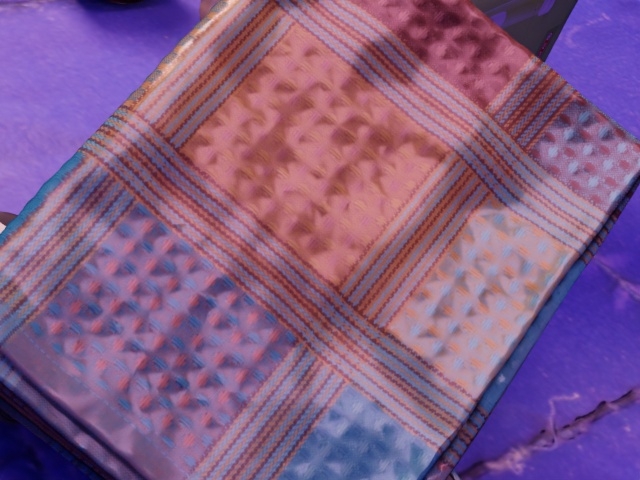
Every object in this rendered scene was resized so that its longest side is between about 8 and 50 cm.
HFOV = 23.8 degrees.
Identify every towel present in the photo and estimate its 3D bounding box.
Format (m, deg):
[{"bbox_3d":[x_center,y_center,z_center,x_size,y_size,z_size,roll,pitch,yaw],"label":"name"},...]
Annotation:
[{"bbox_3d":[0.000,0.000,0.849,0.271,0.040,0.370,39,66,-2],"label":"towel"}]

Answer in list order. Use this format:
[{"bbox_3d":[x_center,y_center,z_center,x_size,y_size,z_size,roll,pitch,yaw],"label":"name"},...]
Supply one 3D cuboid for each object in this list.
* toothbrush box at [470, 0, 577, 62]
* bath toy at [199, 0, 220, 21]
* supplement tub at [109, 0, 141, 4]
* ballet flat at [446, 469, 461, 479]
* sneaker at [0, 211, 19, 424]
[{"bbox_3d":[0.062,-0.144,1.113,0.122,0.206,0.283,38,39,17],"label":"toothbrush box"},{"bbox_3d":[0.032,-0.233,1.268,0.129,0.151,0.348,27,27,23],"label":"bath toy"},{"bbox_3d":[-0.192,-0.285,1.228,0.106,0.106,0.198,-16,52,-42],"label":"supplement tub"},{"bbox_3d":[0.082,0.185,0.848,0.068,0.072,0.213,-34,61,-19],"label":"ballet flat"},{"bbox_3d":[-0.120,0.023,0.903,0.222,0.083,0.118,-12,50,-38],"label":"sneaker"}]
